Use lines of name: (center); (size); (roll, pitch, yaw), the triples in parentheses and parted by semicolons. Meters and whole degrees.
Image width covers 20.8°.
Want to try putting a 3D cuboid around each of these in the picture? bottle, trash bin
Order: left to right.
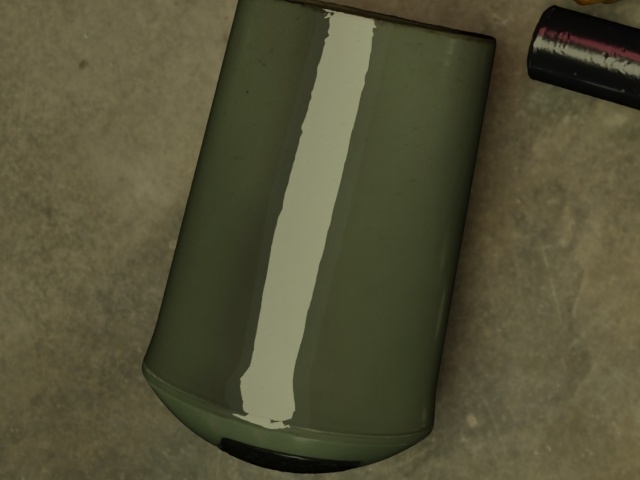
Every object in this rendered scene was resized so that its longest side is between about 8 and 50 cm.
trash bin: (0.000, 0.000, 1.615); (0.280, 0.280, 0.432); (15, 99, 17)
bottle: (0.311, -0.149, 1.582); (0.244, 0.082, 0.072); (18, 97, 16)

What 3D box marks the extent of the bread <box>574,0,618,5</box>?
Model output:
bread: (0.248, -0.314, 1.584); (0.116, 0.077, 0.200); (-28, 86, 21)
